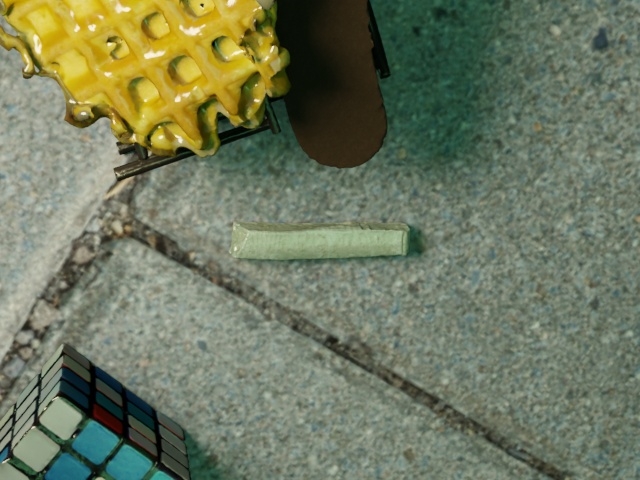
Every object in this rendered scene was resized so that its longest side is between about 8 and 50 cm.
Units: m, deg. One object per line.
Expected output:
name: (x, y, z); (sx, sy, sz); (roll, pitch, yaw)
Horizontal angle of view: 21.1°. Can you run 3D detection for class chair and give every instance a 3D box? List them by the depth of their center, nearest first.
chair: (-0.075, -0.166, 1.490); (0.260, 0.141, 0.155); (-19, 106, 0)

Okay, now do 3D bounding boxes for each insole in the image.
insole: (-0.005, -0.186, 1.374); (0.111, 0.007, 0.328); (-9, 129, 5)

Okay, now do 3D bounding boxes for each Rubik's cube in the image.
Rubik's cube: (-0.222, 0.211, 1.549); (0.151, 0.155, 0.154); (39, 95, -13)

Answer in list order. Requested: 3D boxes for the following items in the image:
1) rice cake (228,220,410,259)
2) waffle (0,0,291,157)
rice cake: (0.000, -0.001, 1.595); (0.170, 0.029, 0.033); (0, 110, -7)
waffle: (-0.152, -0.190, 1.346); (0.280, 0.060, 0.262); (16, 120, 7)
